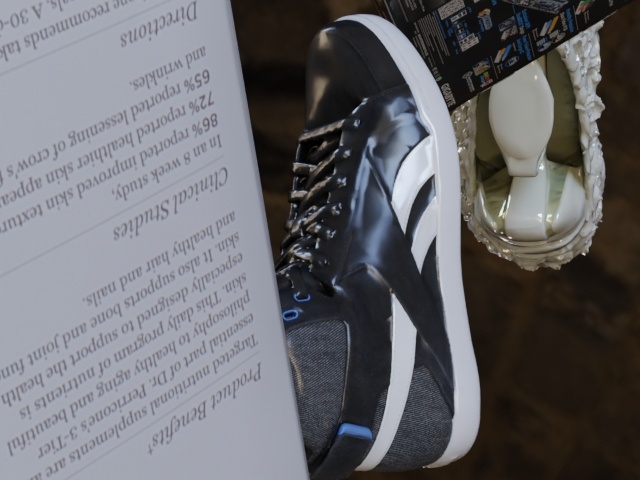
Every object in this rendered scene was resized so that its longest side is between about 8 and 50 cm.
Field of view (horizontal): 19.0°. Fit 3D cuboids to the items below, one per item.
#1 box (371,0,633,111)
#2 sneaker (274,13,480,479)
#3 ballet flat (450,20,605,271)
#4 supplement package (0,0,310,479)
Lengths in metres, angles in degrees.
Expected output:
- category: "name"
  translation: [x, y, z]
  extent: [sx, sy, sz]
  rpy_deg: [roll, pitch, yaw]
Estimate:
- category: "box"
  translation: [0.116, -0.172, 1.162]
  extent: [0.051, 0.175, 0.220]
  rpy_deg: [59, 2, 21]
- category: "sneaker"
  translation: [0.000, 0.000, 0.862]
  extent: [0.079, 0.121, 0.217]
  rpy_deg: [-24, -106, 53]
- category: "ballet flat"
  translation: [0.170, -0.084, 1.632]
  extent: [0.147, 0.147, 0.409]
  rpy_deg: [29, -31, 30]
- category: "supplement package"
  translation: [-0.140, 0.047, 0.432]
  extent: [0.198, 0.199, 0.263]
  rpy_deg: [12, -60, 40]
